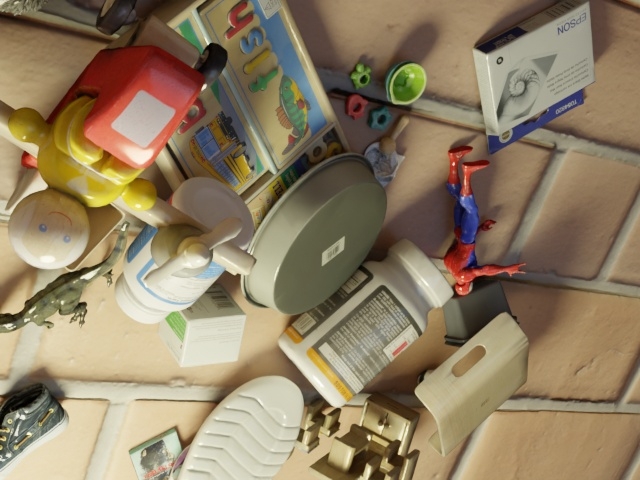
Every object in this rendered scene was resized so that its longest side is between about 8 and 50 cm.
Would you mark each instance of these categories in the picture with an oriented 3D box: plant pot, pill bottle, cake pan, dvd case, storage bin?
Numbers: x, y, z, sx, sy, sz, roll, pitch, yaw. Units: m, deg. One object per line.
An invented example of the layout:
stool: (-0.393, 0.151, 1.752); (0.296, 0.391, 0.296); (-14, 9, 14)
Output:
plant pot: (-0.352, -0.044, 1.517); (0.109, 0.096, 0.109); (-47, 134, -1)
pill bottle: (-0.198, 0.021, 1.560); (0.124, 0.124, 0.221); (8, 142, -38)
cake pan: (0.000, 0.000, 1.748); (0.293, 0.054, 0.293); (-39, 152, -25)
pill bottle: (0.078, 0.134, 1.880); (0.278, 0.162, 0.162); (-41, 132, -6)
dvd case: (-0.270, 0.380, 1.893); (0.087, 0.013, 0.119); (-25, 129, -20)
storage bin: (0.285, 0.130, 2.078); (0.135, 0.098, 0.091); (-19, 99, -24)

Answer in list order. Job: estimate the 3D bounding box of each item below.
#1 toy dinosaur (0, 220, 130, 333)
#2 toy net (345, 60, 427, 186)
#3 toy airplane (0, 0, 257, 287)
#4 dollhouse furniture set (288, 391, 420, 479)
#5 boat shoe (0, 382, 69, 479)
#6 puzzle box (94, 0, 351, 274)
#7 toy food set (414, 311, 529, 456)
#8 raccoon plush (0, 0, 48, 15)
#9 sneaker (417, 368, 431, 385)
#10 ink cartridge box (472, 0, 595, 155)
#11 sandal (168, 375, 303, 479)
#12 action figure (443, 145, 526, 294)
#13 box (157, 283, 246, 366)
toy dinosaur: (-0.349, 0.069, 1.592); (0.268, 0.064, 0.118); (-36, 163, 8)
toy net: (0.099, -0.175, 1.782); (0.122, 0.045, 0.232); (-15, 125, -27)
toy airplane: (-0.283, -0.085, 1.263); (0.384, 0.386, 0.272); (76, 27, -57)
dollhouse furniture set: (0.065, 0.398, 2.008); (0.242, 0.212, 0.161); (-23, 132, -56)
boat shoe: (-0.469, 0.289, 1.670); (0.183, 0.065, 0.083); (-38, 131, -19)
puzzle box: (-0.118, -0.177, 1.598); (0.272, 0.052, 0.409); (-43, 133, -17)
toy food set: (0.273, 0.266, 2.070); (0.220, 0.092, 0.306); (-40, 155, -10)
raccoon plush: (-0.314, -0.293, 1.251); (0.216, 0.299, 0.446); (25, 101, -42)
sneaker: (0.220, 0.289, 2.155); (0.040, 0.044, 0.109); (-36, 130, -9)
ink cartridge box: (0.370, -0.272, 1.908); (0.223, 0.045, 0.224); (-30, 131, -16)
sandal: (-0.184, 0.399, 1.899); (0.169, 0.102, 0.416); (33, 87, -31)
action figure: (0.287, -0.028, 1.968); (0.139, 0.091, 0.280); (-10, 123, -18)
box: (-0.184, 0.131, 1.738); (0.102, 0.101, 0.087); (-4, 120, -31)
